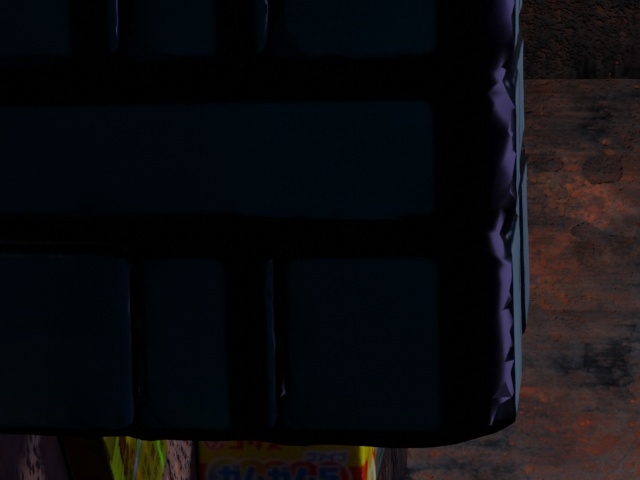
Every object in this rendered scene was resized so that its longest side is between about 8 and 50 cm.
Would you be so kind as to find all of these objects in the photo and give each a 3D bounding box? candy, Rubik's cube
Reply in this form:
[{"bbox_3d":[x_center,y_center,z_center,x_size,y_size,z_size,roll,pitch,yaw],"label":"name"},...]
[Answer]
[{"bbox_3d":[-0.025,0.263,1.675,0.088,0.146,0.276,-67,158,-71],"label":"candy"},{"bbox_3d":[-0.036,-0.063,1.003,0.293,0.288,0.283,-57,148,-73],"label":"Rubik's cube"}]

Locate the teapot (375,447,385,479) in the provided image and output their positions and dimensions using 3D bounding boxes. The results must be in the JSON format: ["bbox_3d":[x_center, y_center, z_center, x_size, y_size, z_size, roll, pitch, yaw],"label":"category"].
[{"bbox_3d":[-0.001,0.176,1.877,0.294,0.129,0.193,2,101,-83],"label":"teapot"}]

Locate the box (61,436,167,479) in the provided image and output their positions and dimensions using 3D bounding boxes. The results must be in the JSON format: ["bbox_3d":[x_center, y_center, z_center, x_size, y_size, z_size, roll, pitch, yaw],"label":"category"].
[{"bbox_3d":[-0.132,0.117,1.252,0.193,0.030,0.121,84,9,-46],"label":"box"}]
